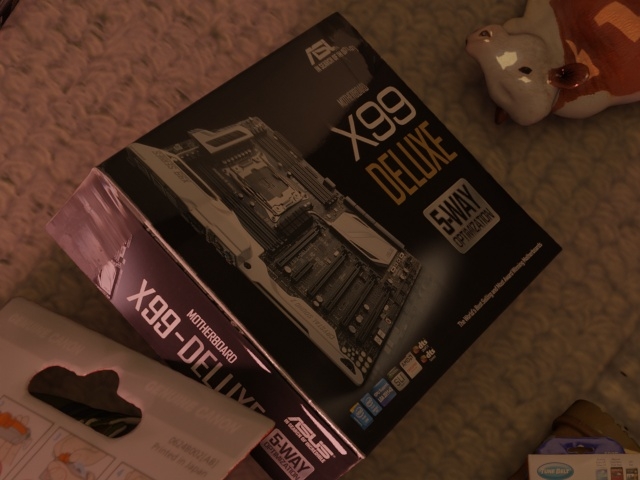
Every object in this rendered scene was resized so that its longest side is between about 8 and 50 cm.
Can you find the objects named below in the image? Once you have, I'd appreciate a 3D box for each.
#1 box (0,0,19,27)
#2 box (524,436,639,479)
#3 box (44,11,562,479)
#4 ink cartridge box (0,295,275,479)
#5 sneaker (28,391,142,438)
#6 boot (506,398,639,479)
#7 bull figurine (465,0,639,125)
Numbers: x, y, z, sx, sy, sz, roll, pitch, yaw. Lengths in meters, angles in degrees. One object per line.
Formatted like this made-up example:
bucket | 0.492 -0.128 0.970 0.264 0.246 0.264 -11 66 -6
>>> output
box | -0.291 -0.275 1.338 0.231 0.056 0.183 32 75 -2
box | 0.182 0.198 1.253 0.081 0.028 0.136 -1 71 0
box | 0.000 0.000 1.237 0.242 0.076 0.307 48 40 3
ink cartridge box | -0.221 0.232 1.127 0.385 0.308 0.091 -49 128 -18
sneaker | -0.159 0.139 1.255 0.192 0.086 0.064 14 76 -6
boot | 0.167 0.278 1.284 0.236 0.089 0.269 42 73 14
bull figurine | 0.251 -0.179 1.384 0.310 0.101 0.188 -3 77 -10
